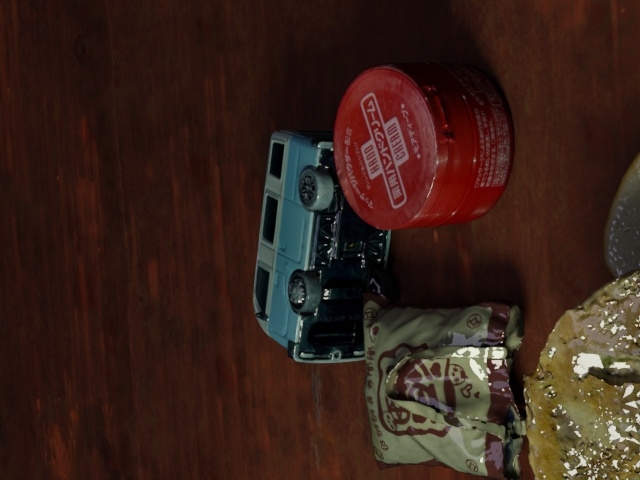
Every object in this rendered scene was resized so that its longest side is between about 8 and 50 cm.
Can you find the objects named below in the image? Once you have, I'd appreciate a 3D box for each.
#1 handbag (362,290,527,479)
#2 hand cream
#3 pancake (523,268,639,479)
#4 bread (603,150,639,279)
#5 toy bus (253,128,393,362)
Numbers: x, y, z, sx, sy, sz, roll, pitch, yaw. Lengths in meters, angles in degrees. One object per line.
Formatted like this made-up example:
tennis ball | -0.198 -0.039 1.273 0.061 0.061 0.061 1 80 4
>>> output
handbag | 0.133 0.165 2.125 0.235 0.127 0.213 0 92 51
hand cream | 0.116 -0.108 2.118 0.193 0.125 0.193 7 99 54
pancake | 0.352 0.184 1.768 0.356 0.065 0.356 6 110 18
bread | 0.378 -0.004 1.822 0.236 0.070 0.236 12 105 53
toy bus | 0.000 0.000 2.284 0.165 0.133 0.271 24 111 55
